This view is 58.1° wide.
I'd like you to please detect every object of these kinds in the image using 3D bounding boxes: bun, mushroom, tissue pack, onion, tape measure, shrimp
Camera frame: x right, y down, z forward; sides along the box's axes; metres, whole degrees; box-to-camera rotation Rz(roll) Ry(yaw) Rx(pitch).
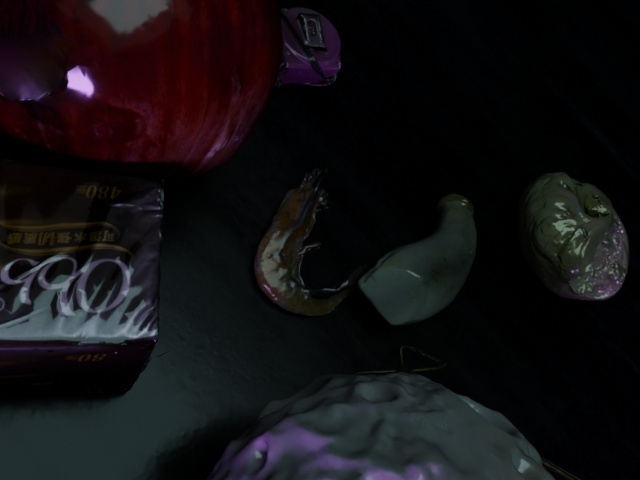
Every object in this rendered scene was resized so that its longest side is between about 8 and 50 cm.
[{"bbox_3d":[0.438,-0.010,0.978,0.210,0.116,0.237,-26,80,-34],"label":"bun"},{"bbox_3d":[0.166,0.027,0.841,0.118,0.103,0.270,56,45,-5],"label":"mushroom"},{"bbox_3d":[-0.333,0.033,0.518,0.370,0.210,0.198,5,61,-24],"label":"tissue pack"},{"bbox_3d":[-0.225,-0.202,0.600,0.342,0.341,0.340,11,64,-23],"label":"onion"},{"bbox_3d":[-0.026,-0.295,0.890,0.118,0.074,0.125,-11,76,-31],"label":"tape measure"},{"bbox_3d":[0.000,0.000,0.790,0.152,0.046,0.219,27,63,-14],"label":"shrimp"}]

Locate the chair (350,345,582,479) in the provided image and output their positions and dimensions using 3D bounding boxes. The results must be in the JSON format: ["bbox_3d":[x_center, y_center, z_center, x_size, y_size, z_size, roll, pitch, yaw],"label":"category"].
[{"bbox_3d":[0.182,0.288,0.707,0.160,0.170,0.326,-21,39,-40],"label":"chair"}]

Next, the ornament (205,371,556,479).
[{"bbox_3d":[0.043,0.286,0.487,0.338,0.337,0.336,11,64,-23],"label":"ornament"}]
